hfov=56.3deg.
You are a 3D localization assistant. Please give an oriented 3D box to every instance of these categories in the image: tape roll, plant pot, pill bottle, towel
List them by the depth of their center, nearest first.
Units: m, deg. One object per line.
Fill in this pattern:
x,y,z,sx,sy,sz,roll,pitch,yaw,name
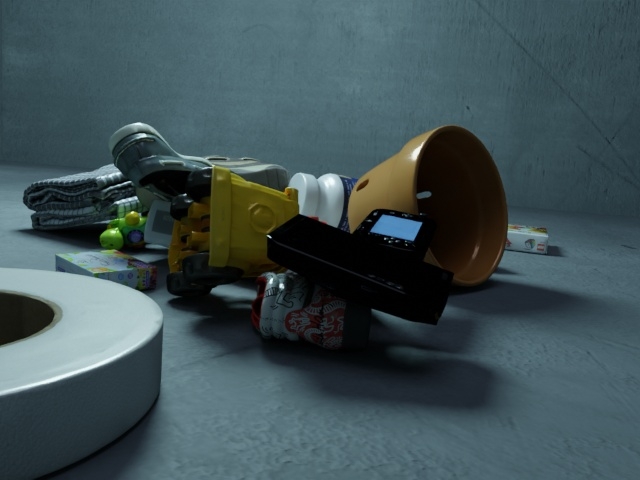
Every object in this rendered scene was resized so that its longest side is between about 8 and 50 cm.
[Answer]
-0.335,0.096,0.510,0.392,0.072,0.392,4,10,-1,tape roll
0.190,-0.051,1.135,0.291,0.291,0.203,-4,-4,-44,plant pot
-0.477,-0.111,1.328,0.283,0.121,0.235,-6,12,32,towel
0.058,-0.066,1.349,0.264,0.153,0.153,9,6,-26,pill bottle

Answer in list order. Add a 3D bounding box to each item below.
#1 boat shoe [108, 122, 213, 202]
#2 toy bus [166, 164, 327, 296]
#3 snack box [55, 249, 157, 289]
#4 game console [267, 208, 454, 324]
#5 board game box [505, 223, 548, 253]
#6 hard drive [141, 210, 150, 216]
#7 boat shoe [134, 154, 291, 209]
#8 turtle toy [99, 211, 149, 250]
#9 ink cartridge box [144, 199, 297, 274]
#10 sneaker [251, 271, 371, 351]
-0.257,-0.100,1.087,0.116,0.099,0.319,-36,-23,6,boat shoe
-0.105,0.000,0.866,0.211,0.149,0.220,6,-19,-27,toy bus
-0.331,0.046,0.920,0.100,0.037,0.141,-7,14,-45,snack box
0.076,0.003,0.803,0.213,0.044,0.361,21,19,10,game console
0.469,-0.019,1.667,0.305,0.053,0.193,8,10,17,board game box
-0.301,-0.048,1.459,0.254,0.054,0.172,3,10,-13,hard drive
-0.238,-0.119,1.310,0.355,0.132,0.130,-2,21,-35,boat shoe
-0.377,-0.015,1.182,0.095,0.066,0.130,-19,-5,40,turtle toy
-0.098,0.020,1.177,0.308,0.091,0.385,10,-6,31,ink cartridge box
-0.010,0.066,0.796,0.145,0.090,0.270,7,12,1,sneaker
